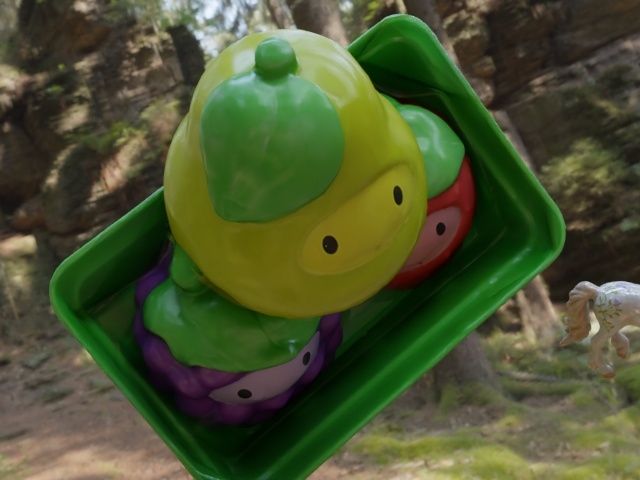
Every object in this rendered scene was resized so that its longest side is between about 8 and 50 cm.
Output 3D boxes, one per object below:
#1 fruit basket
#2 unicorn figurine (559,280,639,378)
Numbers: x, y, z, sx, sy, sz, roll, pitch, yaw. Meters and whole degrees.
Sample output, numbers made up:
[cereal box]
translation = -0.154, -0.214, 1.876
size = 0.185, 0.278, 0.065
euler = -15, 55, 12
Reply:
[fruit basket]
translation = 0.000, 0.000, 0.617
size = 0.392, 0.283, 0.392
euler = -37, 8, 6
[unicorn figurine]
translation = 0.274, 0.057, 0.649
size = 0.162, 0.111, 0.060
euler = -5, 25, 7
